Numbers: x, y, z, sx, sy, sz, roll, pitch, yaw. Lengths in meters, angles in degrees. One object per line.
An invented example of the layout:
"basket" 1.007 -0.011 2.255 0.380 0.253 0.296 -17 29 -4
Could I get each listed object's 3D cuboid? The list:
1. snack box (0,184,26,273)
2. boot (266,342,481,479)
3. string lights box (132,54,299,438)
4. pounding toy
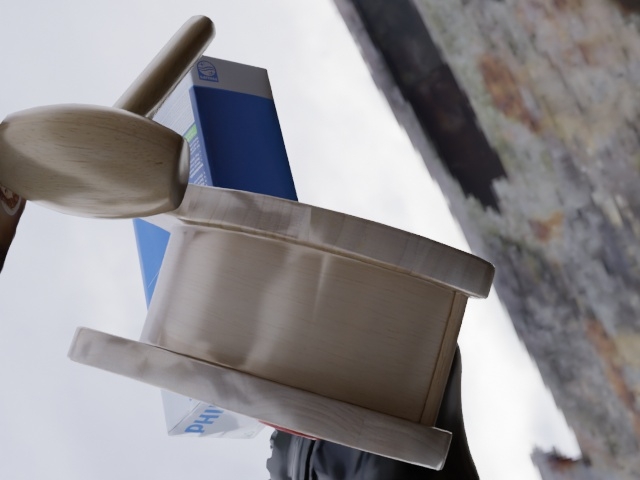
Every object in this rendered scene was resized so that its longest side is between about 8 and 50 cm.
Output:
"snack box" -0.130 0.020 0.387 0.178 0.022 0.064 -83 -26 -46
"boot" 0.112 0.195 0.773 0.131 0.260 0.348 -44 -35 -40
"string lights box" -0.077 0.003 0.978 0.077 0.133 0.259 7 -127 -31
"pounding toy" 0.000 0.000 0.521 0.269 0.154 0.154 34 -110 -71
